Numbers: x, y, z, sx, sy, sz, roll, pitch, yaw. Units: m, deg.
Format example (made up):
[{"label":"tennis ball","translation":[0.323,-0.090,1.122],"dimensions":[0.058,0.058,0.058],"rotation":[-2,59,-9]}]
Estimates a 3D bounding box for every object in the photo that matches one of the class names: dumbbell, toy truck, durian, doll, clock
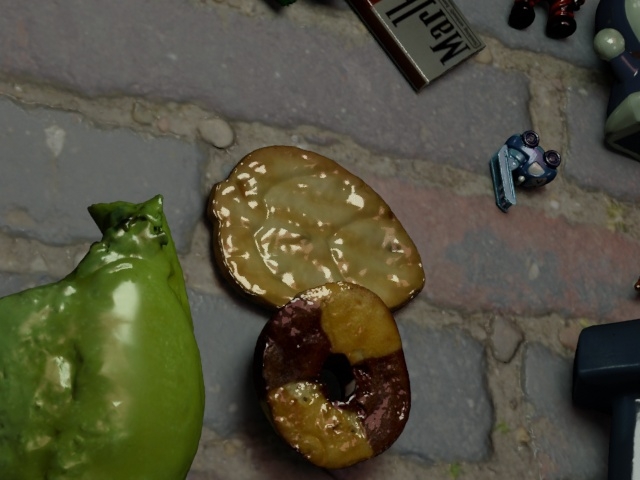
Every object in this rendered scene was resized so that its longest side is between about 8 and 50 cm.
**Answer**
[{"label":"dumbbell","translation":[0.339,0.250,1.609],"dimensions":[0.144,0.160,0.325],"rotation":[2,62,7]},{"label":"toy truck","translation":[0.234,-0.079,1.767],"dimensions":[0.073,0.056,0.090],"rotation":[42,68,1]},{"label":"durian","translation":[-0.221,0.147,1.343],"dimensions":[0.256,0.204,0.340],"rotation":[-13,82,-17]},{"label":"doll","translation":[0.290,-0.383,1.924],"dimensions":[0.127,0.088,0.249],"rotation":[21,67,-42]},{"label":"clock","translation":[0.421,-0.231,1.879],"dimensions":[0.199,0.146,0.243],"rotation":[17,65,-26]}]

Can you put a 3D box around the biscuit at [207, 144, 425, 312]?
[{"label":"biscuit","translation":[-0.003,0.003,1.610],"dimensions":[0.260,0.041,0.203],"rotation":[21,56,-18]}]

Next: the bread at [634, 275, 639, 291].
[{"label":"bread","translation":[0.502,0.068,1.820],"dimensions":[0.269,0.095,0.139],"rotation":[-12,71,-17]}]

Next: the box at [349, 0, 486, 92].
[{"label":"box","translation":[0.107,-0.275,1.798],"dimensions":[0.115,0.036,0.177],"rotation":[-34,85,-32]}]

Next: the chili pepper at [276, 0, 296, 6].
[{"label":"chili pepper","translation":[-0.085,-0.353,1.720],"dimensions":[0.224,0.061,0.098],"rotation":[35,49,-7]}]

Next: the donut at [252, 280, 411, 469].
[{"label":"donut","translation":[0.007,0.136,1.507],"dimensions":[0.166,0.073,0.184],"rotation":[-28,97,-24]}]
